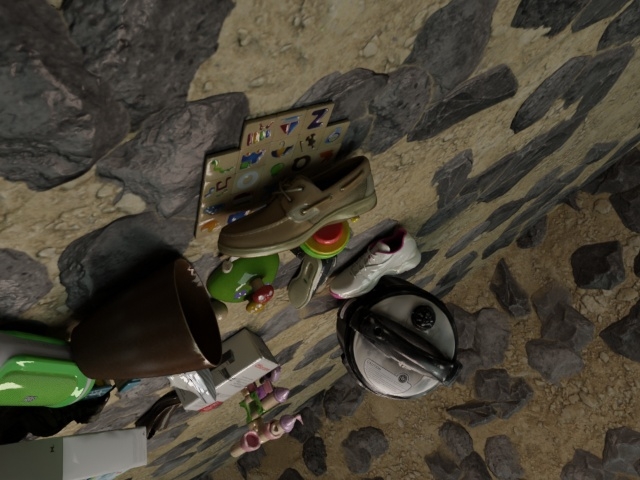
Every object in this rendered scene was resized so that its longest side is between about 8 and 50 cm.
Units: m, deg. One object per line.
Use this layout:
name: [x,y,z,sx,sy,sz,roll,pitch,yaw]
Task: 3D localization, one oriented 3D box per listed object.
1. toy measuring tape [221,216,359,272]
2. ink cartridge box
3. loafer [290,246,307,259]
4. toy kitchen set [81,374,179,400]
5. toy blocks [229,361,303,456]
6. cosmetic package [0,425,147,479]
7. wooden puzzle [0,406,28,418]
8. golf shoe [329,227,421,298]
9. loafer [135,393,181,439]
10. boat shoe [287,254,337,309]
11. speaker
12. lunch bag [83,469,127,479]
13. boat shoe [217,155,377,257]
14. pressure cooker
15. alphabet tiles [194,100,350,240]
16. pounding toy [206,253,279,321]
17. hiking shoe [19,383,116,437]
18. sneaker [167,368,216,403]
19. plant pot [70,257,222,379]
toy measuring tape: [-0.046,0.014,1.156,0.330,0.121,0.121,-31,159,-14]
ink cartridge box: [-0.290,0.403,1.653,0.273,0.114,0.197,-32,158,-2]
loafer: [0.000,0.000,1.284,0.170,0.061,0.062,-24,156,-27]
toy kitchen set: [-0.428,0.290,1.197,0.207,0.122,0.166,-43,157,20]
toy blocks: [-0.183,0.554,1.892,0.309,0.288,0.260,-4,149,-48]
cosmetic package: [-0.623,0.483,1.170,0.377,0.097,0.284,-12,160,13]
wooden puzzle: [-0.667,0.369,1.178,0.083,0.006,0.049,-42,158,18]
golf shoe: [0.154,0.065,1.626,0.306,0.115,0.140,-29,133,-5]
loafer: [-0.513,0.576,1.746,0.220,0.078,0.080,-44,157,25]
boat shoe: [-0.024,0.112,1.460,0.079,0.084,0.233,-16,150,-38]
speaker: [-0.518,0.221,0.916,0.131,0.131,0.296,-35,159,1]
lunch bag: [-0.726,0.755,1.806,0.176,0.090,0.219,-32,159,-3]
boat shoe: [-0.044,-0.070,1.000,0.341,0.122,0.110,-25,120,-30]
pressure cooker: [0.241,0.308,1.742,0.370,0.375,0.420,-11,-176,-5]
alphabet tiles: [-0.091,-0.111,0.985,0.285,0.011,0.342,-22,156,-30]
pounding toy: [-0.176,0.125,1.229,0.237,0.110,0.183,-36,159,4]
hiking shoe: [-0.582,0.376,1.242,0.114,0.086,0.227,-51,162,8]
sneaker: [-0.363,0.364,1.449,0.091,0.094,0.258,-19,130,3]
plant pot: [-0.334,0.173,1.010,0.231,0.215,0.215,-21,158,0]
